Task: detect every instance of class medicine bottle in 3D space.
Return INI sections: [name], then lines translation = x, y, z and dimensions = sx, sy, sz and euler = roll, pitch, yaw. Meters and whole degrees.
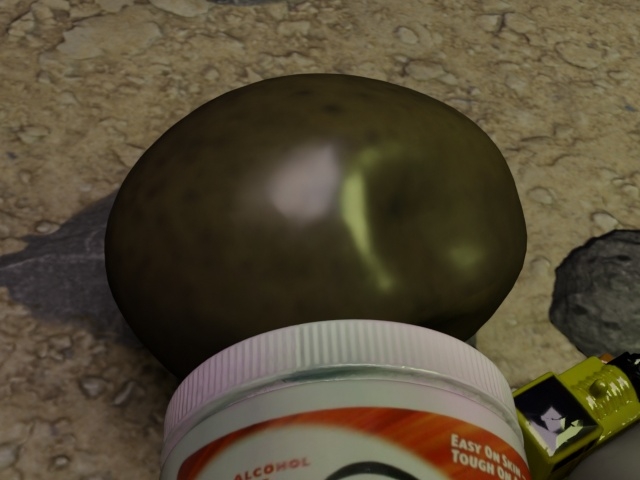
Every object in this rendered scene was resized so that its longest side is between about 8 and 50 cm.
[medicine bottle]
translation = 0.019, 0.217, 0.712
dimensions = 0.253, 0.252, 0.240
euler = 2, 48, -8

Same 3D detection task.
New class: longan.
[longan]
translation = 0.000, 0.000, 0.892
dimensions = 0.350, 0.288, 0.288
euler = -16, 54, -30

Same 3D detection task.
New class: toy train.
[toy train]
translation = 0.199, 0.152, 0.885
dimensions = 0.219, 0.127, 0.089
euler = -23, 57, -26

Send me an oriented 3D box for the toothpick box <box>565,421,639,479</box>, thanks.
[toothpick box]
translation = 0.313, 0.204, 0.793
dimensions = 0.316, 0.229, 0.229
euler = -23, 57, -27
